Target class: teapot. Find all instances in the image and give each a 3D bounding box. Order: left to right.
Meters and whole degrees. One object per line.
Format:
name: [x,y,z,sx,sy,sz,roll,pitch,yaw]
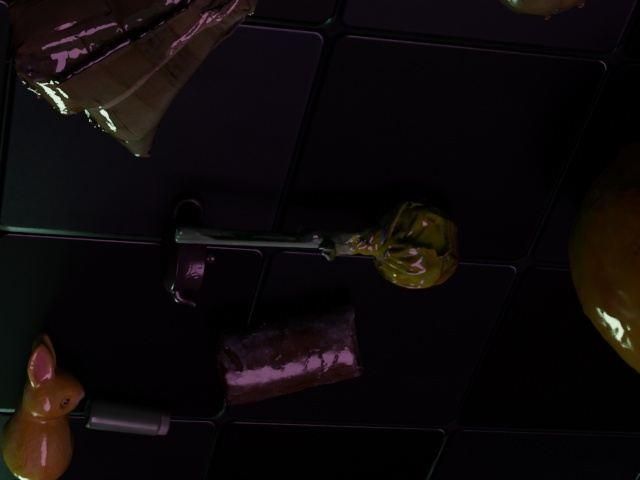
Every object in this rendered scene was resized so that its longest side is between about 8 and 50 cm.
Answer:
teapot: [-0.115,0.010,1.371,0.045,0.068,0.100,3,100,-19]

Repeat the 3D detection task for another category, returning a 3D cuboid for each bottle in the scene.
bottle: [-0.192,0.176,1.546,0.083,0.030,0.030,10,132,-21]

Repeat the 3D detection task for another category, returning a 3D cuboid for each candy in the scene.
candy: [0.001,0.000,1.363,0.262,0.077,0.073,3,135,-19]

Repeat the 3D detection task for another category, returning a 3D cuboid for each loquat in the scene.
loquat: [0.356,0.023,1.317,0.276,0.284,0.276,-23,171,-4]

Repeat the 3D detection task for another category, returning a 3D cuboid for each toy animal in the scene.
toy animal: [-0.262,0.159,1.486,0.070,0.083,0.159,0,126,-21]

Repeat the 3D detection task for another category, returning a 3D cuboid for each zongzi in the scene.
zongzi: [-0.117,-0.147,1.193,0.194,0.099,0.197,-25,145,14]

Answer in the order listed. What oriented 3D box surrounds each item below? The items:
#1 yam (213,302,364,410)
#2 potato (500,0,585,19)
yam: [-0.032,0.109,1.477,0.141,0.079,0.079,-11,136,-1]
potato: [0.183,-0.228,1.182,0.091,0.070,0.138,17,129,-27]
